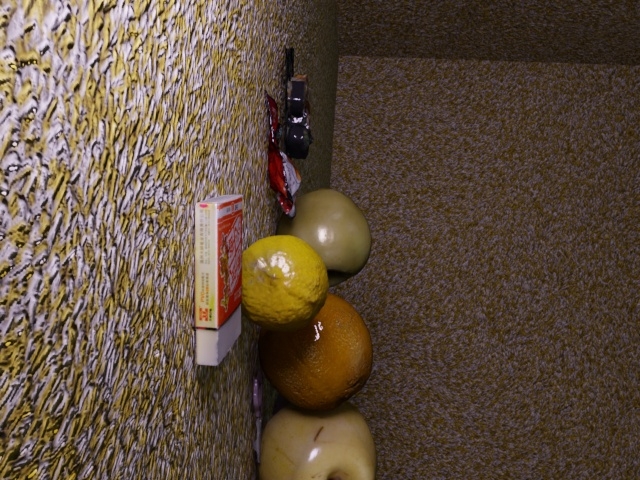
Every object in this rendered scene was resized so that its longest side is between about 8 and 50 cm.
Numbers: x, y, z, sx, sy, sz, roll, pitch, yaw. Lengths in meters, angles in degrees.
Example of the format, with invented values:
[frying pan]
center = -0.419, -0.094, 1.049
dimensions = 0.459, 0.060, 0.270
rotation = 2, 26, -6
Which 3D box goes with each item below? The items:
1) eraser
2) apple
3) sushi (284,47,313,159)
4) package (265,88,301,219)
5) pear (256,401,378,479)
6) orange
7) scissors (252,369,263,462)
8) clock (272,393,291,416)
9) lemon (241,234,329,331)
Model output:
[eraser]
center = -0.148, 0.051, 0.862
dimensions = 0.157, 0.038, 0.231
rotation = -62, 154, -80
[apple]
center = 0.000, 0.000, 1.508
dimensions = 0.262, 0.262, 0.263
rotation = 3, 90, -86
[sushi]
center = -0.049, -0.337, 1.523
dimensions = 0.339, 0.068, 0.320
rotation = -87, 180, -72
[package]
center = -0.092, -0.184, 1.298
dimensions = 0.194, 0.071, 0.270
rotation = 144, -68, -82
[pear]
center = -0.004, 0.525, 1.380
dimensions = 0.309, 0.308, 0.310
rotation = 3, 90, -86
[orange]
center = -0.011, 0.250, 1.329
dimensions = 0.274, 0.274, 0.275
rotation = 3, 90, -86
[scissors]
center = -0.142, 0.404, 1.312
dimensions = 0.110, 0.021, 0.213
rotation = -80, 172, -81
[clock]
center = -0.081, 0.587, 1.753
dimensions = 0.338, 0.102, 0.339
rotation = 3, 90, -85
[lemon]
center = -0.072, 0.079, 1.041
dimensions = 0.193, 0.180, 0.181
rotation = -73, 165, -75
